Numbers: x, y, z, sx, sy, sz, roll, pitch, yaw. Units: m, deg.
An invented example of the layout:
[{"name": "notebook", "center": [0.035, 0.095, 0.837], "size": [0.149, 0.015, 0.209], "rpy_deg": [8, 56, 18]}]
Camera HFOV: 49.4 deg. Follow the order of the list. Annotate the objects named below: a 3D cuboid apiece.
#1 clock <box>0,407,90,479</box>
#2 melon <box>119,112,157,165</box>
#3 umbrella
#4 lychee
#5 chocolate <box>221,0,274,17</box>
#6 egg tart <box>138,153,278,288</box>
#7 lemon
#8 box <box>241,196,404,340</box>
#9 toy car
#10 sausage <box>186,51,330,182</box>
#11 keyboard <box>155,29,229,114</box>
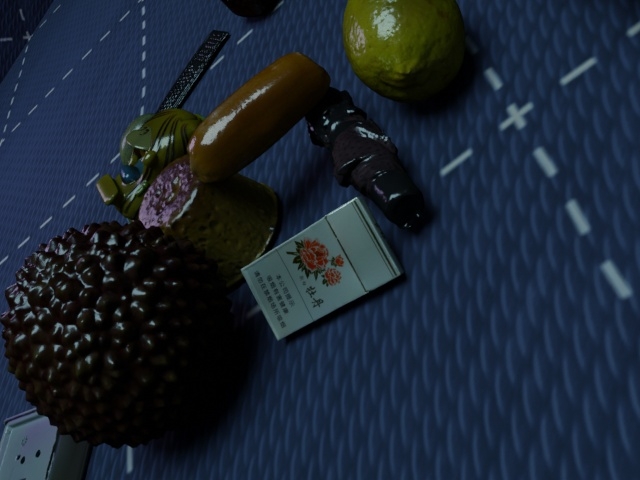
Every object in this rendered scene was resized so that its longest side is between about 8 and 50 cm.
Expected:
[{"name": "clock", "center": [-0.455, 0.348, 1.124], "size": [0.192, 0.071, 0.147], "rpy_deg": [-24, 47, 32]}, {"name": "melon", "center": [-0.356, -0.198, 1.420], "size": [0.131, 0.098, 0.098], "rpy_deg": [-51, 38, 0]}, {"name": "umbrella", "center": [0.050, -0.121, 0.946], "size": [0.094, 0.090, 0.326], "rpy_deg": [-40, 39, 10]}, {"name": "lychee", "center": [-0.268, 0.122, 0.930], "size": [0.306, 0.330, 0.306], "rpy_deg": [-7, 54, 10]}, {"name": "chocolate", "center": [-0.132, -0.525, 1.458], "size": [0.148, 0.080, 0.125], "rpy_deg": [-37, 52, 9]}, {"name": "egg tart", "center": [-0.177, -0.036, 1.072], "size": [0.202, 0.147, 0.203], "rpy_deg": [-24, 47, 29]}, {"name": "lemon", "center": [0.111, -0.276, 0.940], "size": [0.170, 0.170, 0.207], "rpy_deg": [-31, 49, 26]}, {"name": "box", "center": [-0.002, 0.038, 0.879], "size": [0.198, 0.029, 0.109], "rpy_deg": [-31, 84, 27]}, {"name": "toy car", "center": [-0.302, -0.142, 1.284], "size": [0.248, 0.142, 0.200], "rpy_deg": [-53, 39, 4]}, {"name": "sausage", "center": [-0.093, -0.174, 0.980], "size": [0.238, 0.098, 0.098], "rpy_deg": [-42, 38, -2]}, {"name": "keyboard", "center": [-0.291, -0.364, 1.546], "size": [0.087, 0.017, 0.251], "rpy_deg": [29, 84, 50]}]
